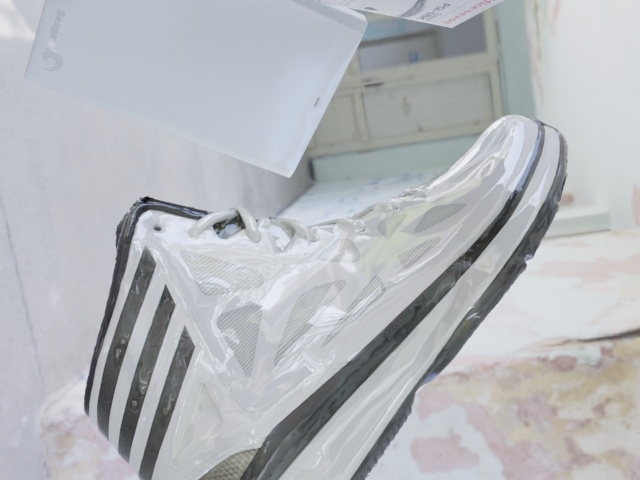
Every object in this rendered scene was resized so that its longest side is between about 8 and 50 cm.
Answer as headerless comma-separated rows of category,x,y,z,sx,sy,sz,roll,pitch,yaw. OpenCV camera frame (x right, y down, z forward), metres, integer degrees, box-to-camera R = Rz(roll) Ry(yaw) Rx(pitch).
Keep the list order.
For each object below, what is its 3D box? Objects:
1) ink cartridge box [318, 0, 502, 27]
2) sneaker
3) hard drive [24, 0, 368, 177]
ink cartridge box,0.078,-0.221,0.594,0.099,0.135,0.056,173,-81,-66
sneaker,0.000,0.000,0.582,0.447,0.257,0.169,-49,177,-25
hard drive,-0.132,-0.205,0.788,0.203,0.307,0.040,-61,-159,29
